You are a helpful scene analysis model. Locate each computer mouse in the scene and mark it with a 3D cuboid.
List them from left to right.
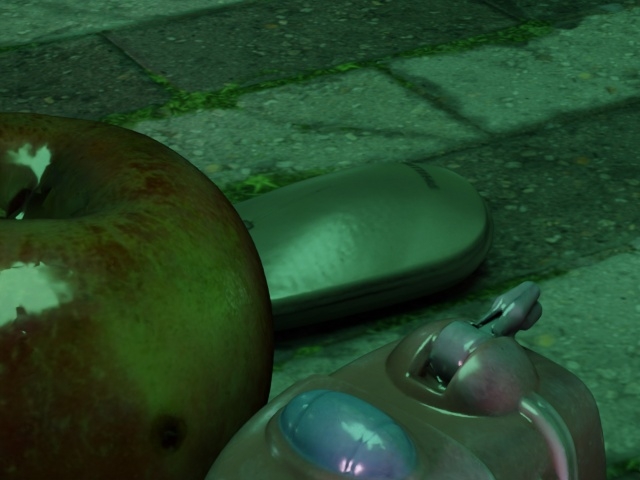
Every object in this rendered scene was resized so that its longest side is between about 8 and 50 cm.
[{"bbox_3d":[-0.001,-0.006,1.261,0.331,0.095,0.197,-15,29,-26],"label":"computer mouse"}]

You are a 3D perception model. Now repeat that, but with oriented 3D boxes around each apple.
[{"bbox_3d":[-0.201,0.083,0.914,0.349,0.276,0.348,3,29,-2],"label":"apple"}]

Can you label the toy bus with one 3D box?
[{"bbox_3d":[0.046,0.166,0.817,0.197,0.231,0.294,26,37,36],"label":"toy bus"}]
